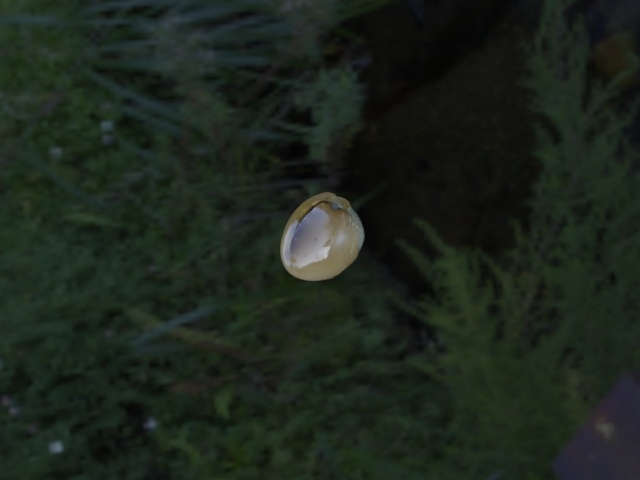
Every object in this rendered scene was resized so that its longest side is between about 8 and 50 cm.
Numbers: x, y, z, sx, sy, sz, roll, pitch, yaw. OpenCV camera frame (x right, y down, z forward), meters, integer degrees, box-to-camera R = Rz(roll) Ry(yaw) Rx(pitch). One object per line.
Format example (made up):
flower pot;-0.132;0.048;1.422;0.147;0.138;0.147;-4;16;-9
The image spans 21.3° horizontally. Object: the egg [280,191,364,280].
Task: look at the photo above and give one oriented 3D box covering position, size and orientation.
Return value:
egg;0.000;0.000;1.532;0.071;0.083;0.071;40;167;11
